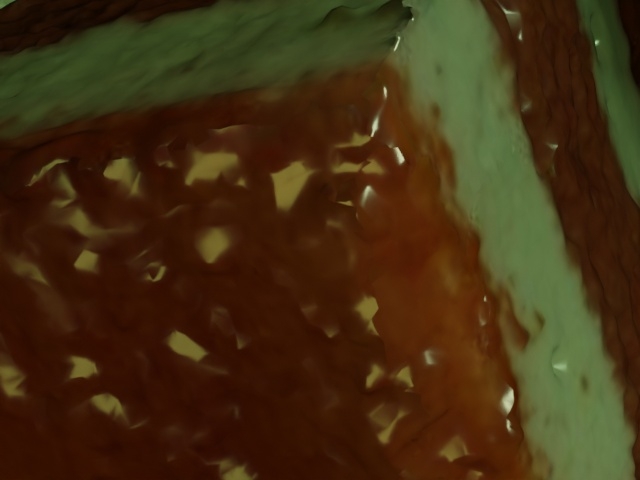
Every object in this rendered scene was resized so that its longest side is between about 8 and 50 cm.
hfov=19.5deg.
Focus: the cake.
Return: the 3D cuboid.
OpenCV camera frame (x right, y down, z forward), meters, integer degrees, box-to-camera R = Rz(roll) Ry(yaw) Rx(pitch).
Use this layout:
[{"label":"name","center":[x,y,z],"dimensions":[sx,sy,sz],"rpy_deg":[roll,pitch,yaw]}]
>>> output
[{"label":"cake","center":[0.000,0.000,0.791],"dimensions":[0.269,0.319,0.270],"rpy_deg":[-9,113,28]}]
